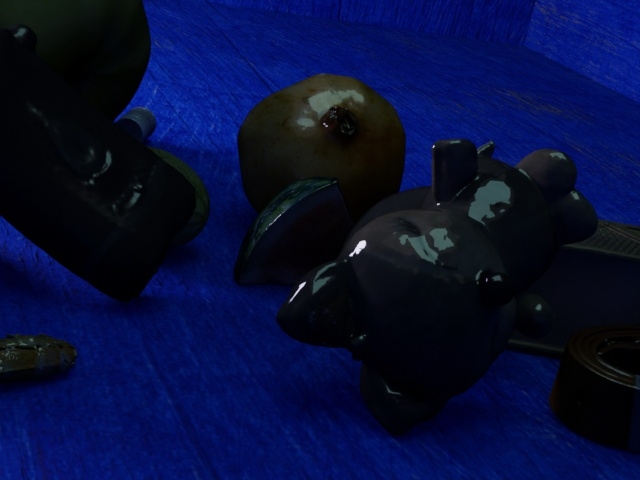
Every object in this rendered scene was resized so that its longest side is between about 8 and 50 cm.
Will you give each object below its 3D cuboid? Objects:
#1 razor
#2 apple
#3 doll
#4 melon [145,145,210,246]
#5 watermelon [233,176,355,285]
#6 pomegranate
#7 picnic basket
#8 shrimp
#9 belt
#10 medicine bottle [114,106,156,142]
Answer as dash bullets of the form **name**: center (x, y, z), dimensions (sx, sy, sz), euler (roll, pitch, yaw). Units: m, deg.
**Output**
- **razor**: center (-0.314, -0.092, 1.430), dimensions (0.349, 0.113, 0.204), euler (43, 48, -15)
- **apple**: center (-0.485, -0.335, 1.801), dimensions (0.473, 0.474, 0.473), euler (11, 20, -4)
- **doll**: center (0.118, 0.067, 1.392), dimensions (0.382, 0.378, 0.252), euler (-38, 86, -26)
- **melon**: center (-0.244, -0.062, 1.613), dimensions (0.192, 0.139, 0.139), euler (19, 21, 11)
- **watermelon**: center (-0.015, -0.018, 1.620), dimensions (0.202, 0.207, 0.136), euler (17, 40, -39)
- **pomegranate**: center (0.002, -0.129, 1.759), dimensions (0.264, 0.264, 0.264), euler (11, 20, -4)
- **picnic basket**: center (0.332, 0.060, 1.579), dimensions (0.266, 0.165, 0.139), euler (10, 21, -5)
- **shrimp**: center (-0.333, 0.125, 1.207), dimensions (0.091, 0.043, 0.184), euler (16, 12, 32)
- **belt**: center (0.408, 0.178, 1.394), dimensions (0.261, 0.105, 0.184), euler (9, 22, -11)
- **medicine bottle**: center (-0.328, -0.199, 2.056), dimensions (0.058, 0.058, 0.091), euler (13, 20, 3)
